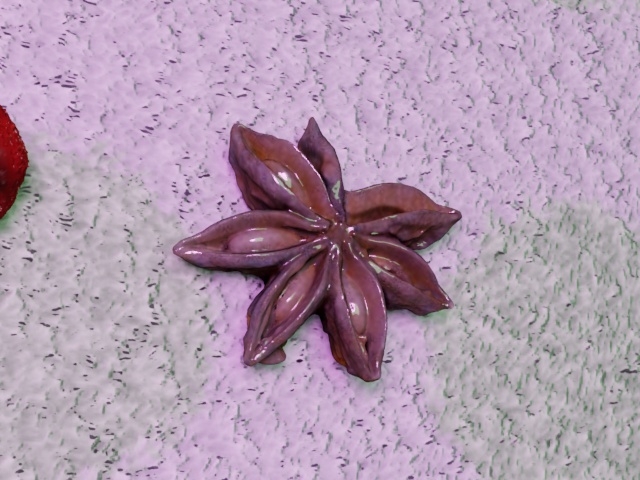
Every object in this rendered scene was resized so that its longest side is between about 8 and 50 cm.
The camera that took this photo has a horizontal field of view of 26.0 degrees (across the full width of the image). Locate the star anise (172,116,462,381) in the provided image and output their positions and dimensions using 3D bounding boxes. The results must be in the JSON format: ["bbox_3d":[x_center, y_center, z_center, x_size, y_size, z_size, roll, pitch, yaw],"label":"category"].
[{"bbox_3d":[-0.003,0.015,1.024,0.212,0.073,0.197,33,65,-8],"label":"star anise"}]

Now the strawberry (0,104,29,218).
[{"bbox_3d":[-0.247,-0.059,0.942,0.106,0.106,0.106,5,76,-20],"label":"strawberry"}]
